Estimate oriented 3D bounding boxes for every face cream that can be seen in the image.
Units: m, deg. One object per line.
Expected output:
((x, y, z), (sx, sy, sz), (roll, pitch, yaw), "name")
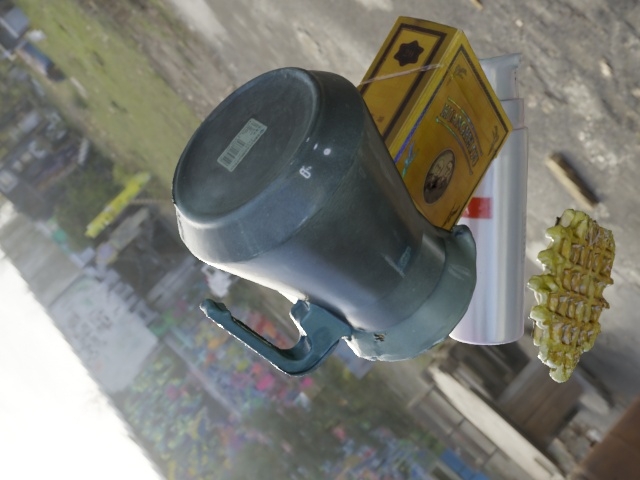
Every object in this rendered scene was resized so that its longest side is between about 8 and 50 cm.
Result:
((0.202, -0.051, 1.192), (0.102, 0.102, 0.346), (-156, 62, -67), "face cream")

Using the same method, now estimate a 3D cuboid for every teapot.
((0.000, 0.000, 0.771), (0.225, 0.203, 0.171), (42, -177, -36), "teapot")

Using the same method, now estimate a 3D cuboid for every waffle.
((0.432, 0.074, 1.672), (0.060, 0.307, 0.312), (12, 143, 33), "waffle")

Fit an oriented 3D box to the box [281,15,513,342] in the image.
((0.073, -0.051, 1.013), (0.084, 0.301, 0.193), (24, 169, 33), "box")
